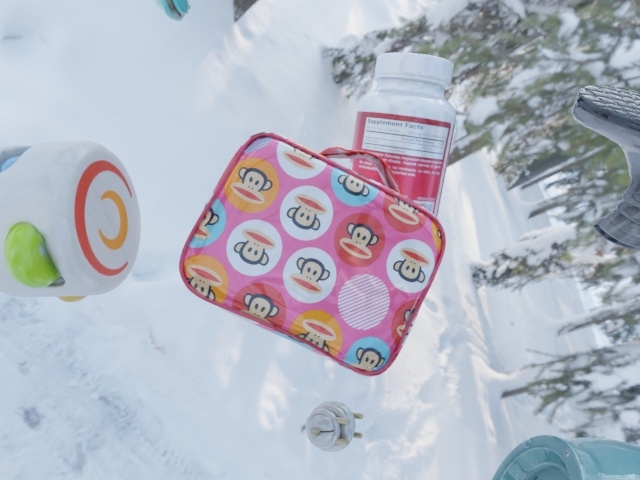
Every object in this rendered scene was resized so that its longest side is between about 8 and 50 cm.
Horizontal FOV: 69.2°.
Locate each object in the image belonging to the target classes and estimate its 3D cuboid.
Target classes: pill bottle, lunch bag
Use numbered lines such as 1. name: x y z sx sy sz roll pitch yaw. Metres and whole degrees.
1. pill bottle: 0.186 -0.209 1.087 0.229 0.228 0.408 -15 116 -60
2. lunch bag: 0.000 0.000 0.582 0.293 0.258 0.120 28 -9 -5

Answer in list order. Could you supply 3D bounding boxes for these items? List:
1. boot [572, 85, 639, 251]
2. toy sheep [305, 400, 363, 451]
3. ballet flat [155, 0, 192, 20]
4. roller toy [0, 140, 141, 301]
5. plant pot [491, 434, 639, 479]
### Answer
1. boot: 0.506 -0.087 0.731 0.338 0.223 0.118 24 45 1
2. toy sheep: 0.020 0.319 0.795 0.132 0.091 0.091 30 40 -59
3. ballet flat: -0.199 -0.370 0.580 0.083 0.087 0.248 80 10 -67
4. roller toy: -0.333 -0.025 0.587 0.209 0.146 0.191 68 20 -75
5. plant pot: 0.324 0.361 0.553 0.196 0.293 0.293 33 32 -1
